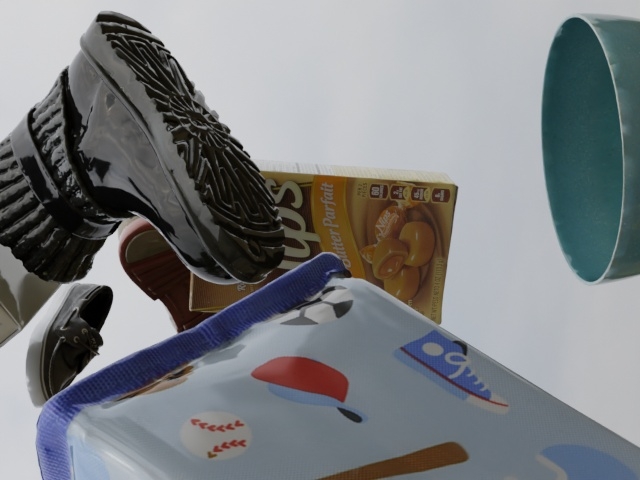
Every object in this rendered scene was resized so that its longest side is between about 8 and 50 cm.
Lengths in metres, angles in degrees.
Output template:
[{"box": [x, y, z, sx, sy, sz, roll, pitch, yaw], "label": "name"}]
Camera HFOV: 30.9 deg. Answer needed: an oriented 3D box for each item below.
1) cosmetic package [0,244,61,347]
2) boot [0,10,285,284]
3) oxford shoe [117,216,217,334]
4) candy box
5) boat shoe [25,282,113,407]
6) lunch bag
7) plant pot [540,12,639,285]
[{"box": [-0.389, 0.069, 1.269, 0.113, 0.160, 0.309, 52, -178, -8], "label": "cosmetic package"}, {"box": [-0.201, -0.030, 1.163, 0.260, 0.348, 0.131, -46, -31, 21], "label": "boot"}, {"box": [-0.168, 0.069, 1.621, 0.348, 0.123, 0.130, 62, -178, -37], "label": "oxford shoe"}, {"box": [0.000, 0.000, 1.440, 0.087, 0.316, 0.183, -109, 23, -75], "label": "candy box"}, {"box": [-0.314, 0.128, 1.487, 0.228, 0.076, 0.080, -81, -19, -61], "label": "boat shoe"}, {"box": [0.046, 0.253, 0.559, 0.239, 0.328, 0.385, -25, -47, -43], "label": "lunch bag"}, {"box": [0.371, -0.103, 1.247, 0.290, 0.195, 0.290, 176, 90, -86], "label": "plant pot"}]
